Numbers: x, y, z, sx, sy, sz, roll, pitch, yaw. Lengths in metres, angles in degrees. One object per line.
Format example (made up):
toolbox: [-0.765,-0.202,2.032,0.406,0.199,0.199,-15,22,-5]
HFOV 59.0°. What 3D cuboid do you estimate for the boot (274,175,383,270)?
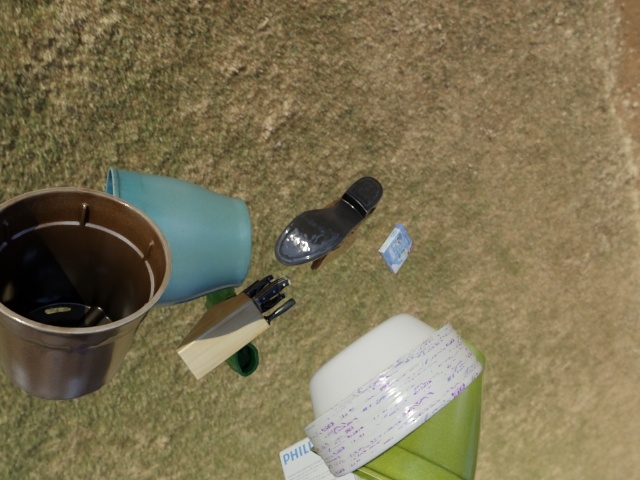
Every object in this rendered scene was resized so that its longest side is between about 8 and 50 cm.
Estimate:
boot: [0.000,0.000,1.202,0.264,0.096,0.280,-45,172,-22]

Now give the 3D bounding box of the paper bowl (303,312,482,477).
paper bowl: [0.096,0.223,0.882,0.284,0.148,0.284,-33,166,-9]

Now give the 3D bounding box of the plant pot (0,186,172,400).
plant pot: [-0.245,0.065,0.556,0.167,0.167,0.165,-6,141,-33]

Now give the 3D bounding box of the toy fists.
toy fists: [-0.251,0.244,1.594,0.096,0.142,0.279,-26,117,-32]

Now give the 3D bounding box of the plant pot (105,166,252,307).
plant pot: [-0.277,0.004,1.092,0.255,0.272,0.272,2,127,-25]

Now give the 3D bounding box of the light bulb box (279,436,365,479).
light bulb box: [0.107,0.744,1.598,0.225,0.361,0.358,-34,141,18]

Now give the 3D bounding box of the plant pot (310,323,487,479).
plant pot: [0.217,0.391,1.293,0.353,0.366,0.366,-63,146,-21]

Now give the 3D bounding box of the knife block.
knife block: [-0.187,0.195,1.373,0.242,0.276,0.088,-23,108,28]

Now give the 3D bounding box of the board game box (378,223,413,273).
board game box: [0.189,0.021,1.398,0.090,0.020,0.090,-52,136,-18]
